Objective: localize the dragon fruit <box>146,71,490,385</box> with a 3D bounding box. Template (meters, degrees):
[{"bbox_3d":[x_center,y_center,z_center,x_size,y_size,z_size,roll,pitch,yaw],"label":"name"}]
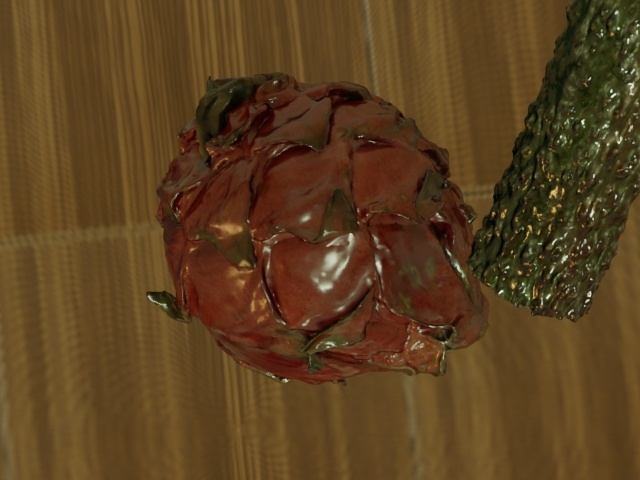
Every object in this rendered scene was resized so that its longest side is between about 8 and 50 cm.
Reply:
[{"bbox_3d":[0.000,0.000,1.455,0.299,0.244,0.244,38,83,23],"label":"dragon fruit"}]

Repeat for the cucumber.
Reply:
[{"bbox_3d":[0.192,-0.119,1.181,0.096,0.096,0.359,18,117,-1],"label":"cucumber"}]
